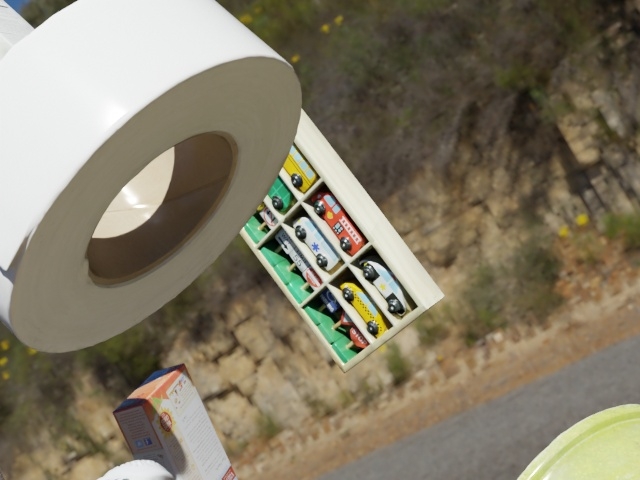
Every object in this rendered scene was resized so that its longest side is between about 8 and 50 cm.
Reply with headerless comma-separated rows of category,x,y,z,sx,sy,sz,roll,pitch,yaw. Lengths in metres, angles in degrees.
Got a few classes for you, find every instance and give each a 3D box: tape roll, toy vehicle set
tape roll,-0.147,-0.052,0.850,0.286,0.100,0.286,-41,-19,-17
toy vehicle set,0.000,0.000,1.250,0.035,0.267,0.166,-29,-11,-44

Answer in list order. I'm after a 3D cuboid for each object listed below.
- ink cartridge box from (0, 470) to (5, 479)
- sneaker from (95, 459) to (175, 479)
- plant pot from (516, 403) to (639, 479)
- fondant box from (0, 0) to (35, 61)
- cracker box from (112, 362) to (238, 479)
ink cartridge box,-0.514,0.283,1.295,0.275,0.238,0.060,-25,43,-19
sneaker,-0.207,0.397,1.095,0.366,0.210,0.137,-52,-27,-30
plant pot,0.296,0.303,0.871,0.276,0.276,0.254,-33,32,-20
fondant box,-0.500,-0.221,1.567,0.096,0.330,0.238,-3,-50,-56
cracker box,-0.232,0.338,1.846,0.067,0.232,0.156,-19,11,23
